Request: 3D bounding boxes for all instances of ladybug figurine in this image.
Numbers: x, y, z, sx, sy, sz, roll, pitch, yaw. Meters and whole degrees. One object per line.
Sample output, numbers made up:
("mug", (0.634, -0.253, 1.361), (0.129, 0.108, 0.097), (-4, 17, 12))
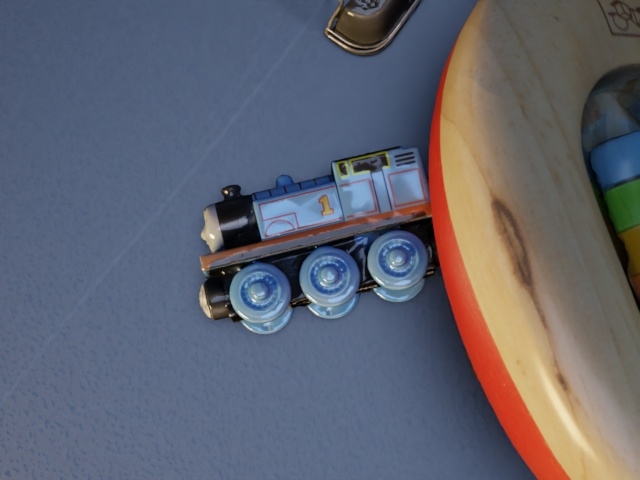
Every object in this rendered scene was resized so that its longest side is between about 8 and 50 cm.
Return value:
("ladybug figurine", (0.200, 0.020, 1.067), (0.305, 0.162, 0.449), (-3, 69, -36))

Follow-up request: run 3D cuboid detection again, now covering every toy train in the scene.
("toy train", (0.000, 0.000, 1.140), (0.184, 0.080, 0.105), (-13, 78, -1))

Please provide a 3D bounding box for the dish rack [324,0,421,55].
("dish rack", (-0.012, -0.290, 1.158), (0.271, 0.074, 0.208), (35, 85, 2))
